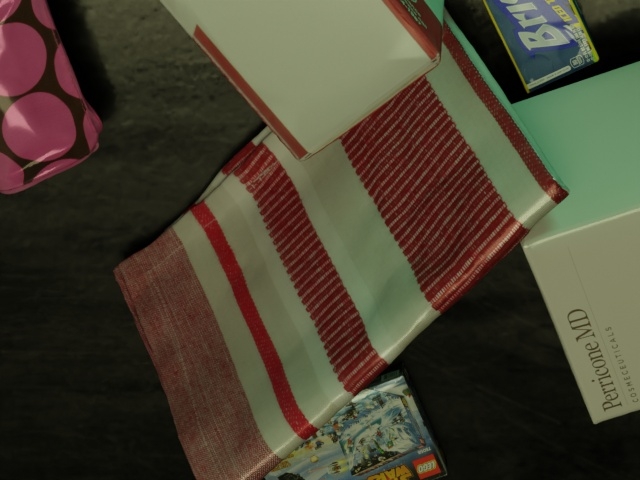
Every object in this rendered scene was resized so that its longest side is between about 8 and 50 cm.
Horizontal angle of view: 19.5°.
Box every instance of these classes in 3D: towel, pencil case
[{"bbox_3d":[0.000,0.000,1.300,0.329,0.237,0.037,-44,136,17],"label":"towel"},{"bbox_3d":[-0.224,-0.143,1.323,0.098,0.095,0.209,-21,112,-6],"label":"pencil case"}]

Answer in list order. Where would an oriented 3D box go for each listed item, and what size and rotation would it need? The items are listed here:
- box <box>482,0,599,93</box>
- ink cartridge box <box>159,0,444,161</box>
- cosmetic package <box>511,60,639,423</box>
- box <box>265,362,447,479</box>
[{"bbox_3d":[0.134,-0.192,1.303,0.059,0.054,0.169,-25,109,12],"label":"box"},{"bbox_3d":[-0.020,-0.198,1.193,0.114,0.273,0.197,-36,106,19],"label":"ink cartridge box"},{"bbox_3d":[0.322,-0.036,1.283,0.365,0.155,0.197,-20,130,10],"label":"cosmetic package"},{"bbox_3d":[0.020,0.162,1.464,0.137,0.027,0.094,-20,108,10],"label":"box"}]
